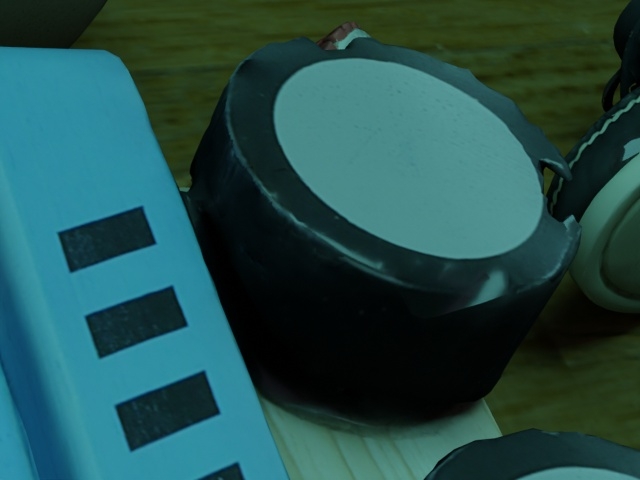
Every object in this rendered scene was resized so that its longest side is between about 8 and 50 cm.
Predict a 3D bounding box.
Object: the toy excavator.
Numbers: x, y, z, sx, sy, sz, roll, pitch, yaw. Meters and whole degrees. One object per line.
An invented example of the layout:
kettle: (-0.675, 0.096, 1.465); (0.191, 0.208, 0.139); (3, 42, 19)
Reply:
toy excavator: (-0.163, 0.049, 0.509); (0.445, 0.222, 0.433); (0, 47, -29)

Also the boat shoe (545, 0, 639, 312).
boat shoe: (0.185, -0.072, 0.858); (0.340, 0.127, 0.113); (-27, 60, -40)

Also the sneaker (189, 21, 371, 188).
sneaker: (0.000, 0.000, 0.762); (0.092, 0.088, 0.225); (36, 37, -21)

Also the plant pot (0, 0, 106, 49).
plant pot: (-0.174, -0.156, 0.731); (0.191, 0.284, 0.284); (31, 34, -37)
